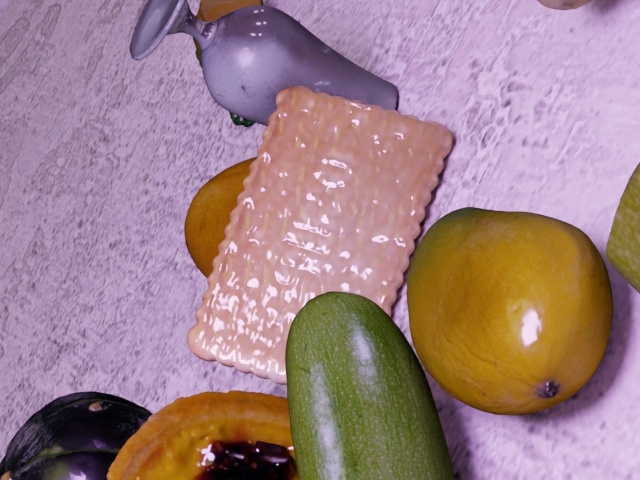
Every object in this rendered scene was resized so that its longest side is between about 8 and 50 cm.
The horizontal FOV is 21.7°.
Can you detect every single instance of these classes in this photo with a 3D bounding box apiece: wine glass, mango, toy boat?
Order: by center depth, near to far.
[{"bbox_3d":[0.119,0.047,1.137,0.137,0.091,0.237,-65,18,-5],"label":"mango"},{"bbox_3d":[-0.047,-0.152,1.485,0.103,0.231,0.103,-45,28,33],"label":"wine glass"},{"bbox_3d":[-0.036,-0.011,1.491,0.227,0.099,0.136,6,77,54],"label":"mango"},{"bbox_3d":[-0.097,-0.218,1.847,0.229,0.089,0.088,-98,4,-53],"label":"toy boat"}]

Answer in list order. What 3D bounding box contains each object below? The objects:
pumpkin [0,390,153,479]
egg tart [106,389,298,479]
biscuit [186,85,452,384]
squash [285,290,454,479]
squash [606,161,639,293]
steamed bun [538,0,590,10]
[{"bbox_3d":[-0.215,0.244,1.516,0.220,0.162,0.220,-52,24,35],"label":"pumpkin"},{"bbox_3d":[-0.066,0.225,1.215,0.171,0.215,0.215,127,159,-60],"label":"egg tart"},{"bbox_3d":[0.000,0.000,1.374,0.030,0.160,0.249,58,-131,-70],"label":"biscuit"},{"bbox_3d":[0.039,0.184,1.110,0.107,0.107,0.395,-44,38,36],"label":"squash"},{"bbox_3d":[0.240,-0.033,0.976,0.192,0.085,0.184,-60,24,11],"label":"squash"},{"bbox_3d":[0.193,-0.248,1.227,0.141,0.172,0.155,61,-161,-75],"label":"steamed bun"}]
